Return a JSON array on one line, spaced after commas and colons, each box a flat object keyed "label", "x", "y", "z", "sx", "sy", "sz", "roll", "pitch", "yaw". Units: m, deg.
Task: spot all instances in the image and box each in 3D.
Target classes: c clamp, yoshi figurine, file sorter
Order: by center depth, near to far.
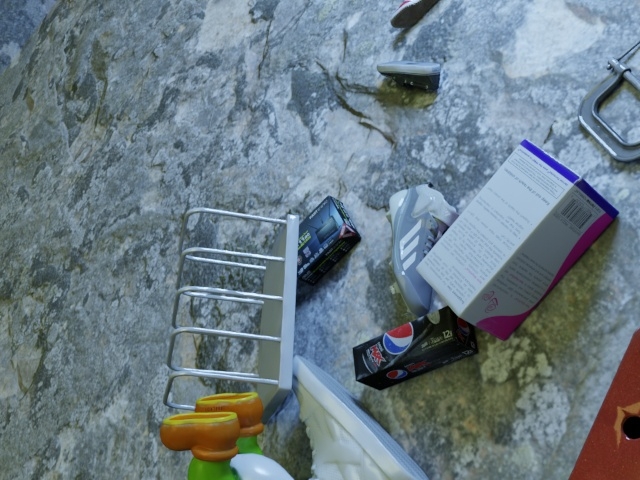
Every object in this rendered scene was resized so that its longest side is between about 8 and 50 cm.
[{"label": "c clamp", "x": 0.401, "y": -0.181, "z": 1.066, "sx": 0.137, "sy": 0.022, "sz": 0.161, "roll": -40, "pitch": 45, "yaw": 22}, {"label": "yoshi figurine", "x": -0.142, "y": 0.398, "z": 1.108, "sx": 0.203, "sy": 0.203, "sz": 0.362, "roll": 174, "pitch": 86, "yaw": -67}, {"label": "file sorter", "x": -0.140, "y": 0.116, "z": 1.271, "sx": 0.193, "sy": 0.173, "sz": 0.278, "roll": 118, "pitch": 157, "yaw": -60}]

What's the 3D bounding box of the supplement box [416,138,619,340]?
[{"label": "supplement box", "x": 0.247, "y": 0.002, "z": 1.051, "sx": 0.220, "sy": 0.111, "sz": 0.114, "roll": -51, "pitch": 42, "yaw": 10}]

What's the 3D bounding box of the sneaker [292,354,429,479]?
[{"label": "sneaker", "x": 0.003, "y": 0.296, "z": 1.135, "sx": 0.169, "sy": 0.108, "sz": 0.292, "roll": -52, "pitch": 43, "yaw": 5}]

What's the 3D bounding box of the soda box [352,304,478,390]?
[{"label": "soda box", "x": 0.125, "y": 0.149, "z": 1.128, "sx": 0.169, "sy": 0.060, "sz": 0.053, "roll": -29, "pitch": 50, "yaw": 31}]

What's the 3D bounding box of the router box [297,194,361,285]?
[{"label": "router box", "x": 0.000, "y": 0.000, "z": 1.351, "sx": 0.122, "sy": 0.038, "sz": 0.092, "roll": -45, "pitch": 43, "yaw": 17}]

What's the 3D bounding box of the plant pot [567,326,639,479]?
[{"label": "plant pot", "x": 0.370, "y": 0.209, "z": 0.723, "sx": 0.267, "sy": 0.235, "sz": 0.267, "roll": 22, "pitch": 84, "yaw": 48}]

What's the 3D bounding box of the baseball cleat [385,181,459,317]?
[{"label": "baseball cleat", "x": 0.149, "y": 0.004, "z": 1.179, "sx": 0.109, "sy": 0.072, "sz": 0.206, "roll": -24, "pitch": 57, "yaw": 26}]

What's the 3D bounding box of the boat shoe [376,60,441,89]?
[{"label": "boat shoe", "x": 0.142, "y": -0.270, "z": 1.356, "sx": 0.142, "sy": 0.049, "sz": 0.040, "roll": 21, "pitch": 122, "yaw": 53}]

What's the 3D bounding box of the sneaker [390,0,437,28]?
[{"label": "sneaker", "x": 0.160, "y": -0.419, "z": 1.420, "sx": 0.118, "sy": 0.042, "sz": 0.067, "roll": -38, "pitch": 50, "yaw": 13}]
